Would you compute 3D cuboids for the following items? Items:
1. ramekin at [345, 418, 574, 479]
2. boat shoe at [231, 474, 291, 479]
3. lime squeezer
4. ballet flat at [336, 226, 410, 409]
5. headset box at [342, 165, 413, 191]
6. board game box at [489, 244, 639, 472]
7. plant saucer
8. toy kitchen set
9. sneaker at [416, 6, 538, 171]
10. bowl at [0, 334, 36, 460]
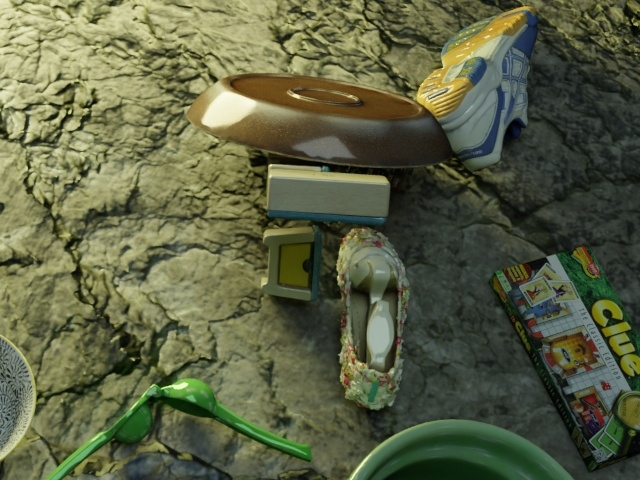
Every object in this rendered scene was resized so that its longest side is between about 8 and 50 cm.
[{"bbox_3d":[0.118,0.336,1.264,0.303,0.148,0.303,10,64,-20],"label":"ramekin"},{"bbox_3d":[-0.136,0.342,1.255,0.113,0.127,0.340,21,51,30],"label":"boat shoe"},{"bbox_3d":[-0.169,0.205,1.384,0.310,0.059,0.110,-8,91,-19],"label":"lime squeezer"},{"bbox_3d":[0.065,0.075,1.493,0.091,0.077,0.241,3,57,-10],"label":"ballet flat"},{"bbox_3d":[0.076,-0.102,1.633,0.083,0.032,0.062,18,57,-2],"label":"headset box"},{"bbox_3d":[0.313,0.132,1.542,0.136,0.030,0.260,-14,63,-23],"label":"board game box"},{"bbox_3d":[0.002,-0.146,1.522,0.310,0.050,0.310,7,15,-2],"label":"plant saucer"},{"bbox_3d":[0.000,0.000,1.415,0.122,0.207,0.166,3,101,-3],"label":"toy kitchen set"},{"bbox_3d":[0.216,-0.195,1.695,0.131,0.112,0.296,59,41,-19],"label":"sneaker"},{"bbox_3d":[-0.373,0.174,1.330,0.170,0.080,0.170,6,57,-10],"label":"bowl"}]
